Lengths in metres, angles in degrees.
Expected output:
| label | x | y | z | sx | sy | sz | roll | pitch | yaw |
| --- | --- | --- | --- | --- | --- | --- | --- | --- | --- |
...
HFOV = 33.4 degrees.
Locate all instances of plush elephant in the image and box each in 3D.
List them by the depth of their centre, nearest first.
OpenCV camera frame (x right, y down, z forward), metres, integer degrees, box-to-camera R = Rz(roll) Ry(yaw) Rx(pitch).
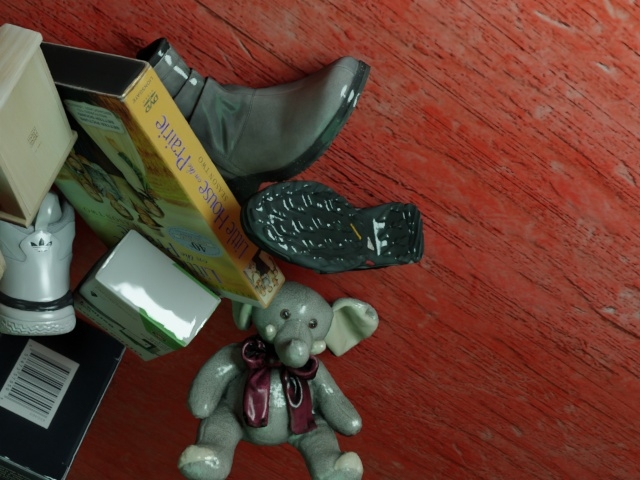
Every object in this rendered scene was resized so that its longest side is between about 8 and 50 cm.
| label | x | y | z | sx | sy | sz | roll | pitch | yaw |
| --- | --- | --- | --- | --- | --- | --- | --- | --- | --- |
| plush elephant | -0.053 | 0.180 | 1.590 | 0.271 | 0.330 | 0.255 | 10 | 120 | -9 |

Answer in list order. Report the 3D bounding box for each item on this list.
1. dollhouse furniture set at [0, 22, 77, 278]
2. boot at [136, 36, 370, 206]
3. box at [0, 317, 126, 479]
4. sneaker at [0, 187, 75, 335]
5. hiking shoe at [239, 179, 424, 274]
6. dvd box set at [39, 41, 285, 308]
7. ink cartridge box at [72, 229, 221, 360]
| label | x | y | z | sx | sy | sz | roll | pitch | yaw |
| --- | --- | --- | --- | --- | --- | --- | --- | --- | --- |
| dollhouse furniture set | -0.471 | -0.118 | 1.173 | 0.303 | 0.286 | 0.198 | 17 | 153 | 9 |
| boot | -0.114 | -0.167 | 1.286 | 0.222 | 0.118 | 0.338 | 38 | 137 | -19 |
| box | -0.552 | 0.335 | 1.933 | 0.212 | 0.294 | 0.395 | 29 | 141 | -12 |
| sneaker | -0.449 | 0.016 | 1.599 | 0.137 | 0.210 | 0.366 | 1 | -176 | -28 |
| hiking shoe | 0.000 | 0.000 | 1.356 | 0.132 | 0.113 | 0.304 | -16 | 162 | 41 |
| dvd box set | -0.250 | -0.085 | 1.391 | 0.307 | 0.062 | 0.420 | 17 | 152 | 33 |
| ink cartridge box | -0.259 | 0.085 | 1.532 | 0.160 | 0.093 | 0.219 | 39 | 156 | -10 |
